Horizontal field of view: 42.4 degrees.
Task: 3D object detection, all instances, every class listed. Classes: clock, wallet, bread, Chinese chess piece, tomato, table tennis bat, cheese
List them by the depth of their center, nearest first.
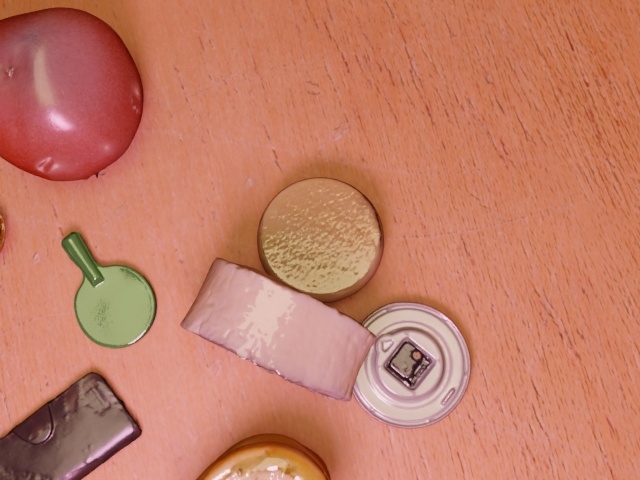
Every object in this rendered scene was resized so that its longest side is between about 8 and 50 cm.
[{"bbox_3d":[-0.131,0.466,1.449,0.315,0.270,0.211,-39,96,1],"label":"bread"},{"bbox_3d":[-0.074,0.164,1.503,0.332,0.292,0.153,28,80,-6],"label":"cheese"},{"bbox_3d":[-0.509,0.399,1.579,0.309,0.042,0.165,-37,82,-6],"label":"wallet"},{"bbox_3d":[-0.521,-0.281,1.595,0.341,0.273,0.342,0,78,0],"label":"tomato"},{"bbox_3d":[0.170,0.240,1.597,0.244,0.056,0.244,0,78,1],"label":"clock"},{"bbox_3d":[0.000,0.000,1.625,0.250,0.097,0.251,0,78,0],"label":"Chinese chess piece"},{"bbox_3d":[-0.433,0.094,1.643,0.160,0.039,0.257,-35,86,-5],"label":"table tennis bat"}]

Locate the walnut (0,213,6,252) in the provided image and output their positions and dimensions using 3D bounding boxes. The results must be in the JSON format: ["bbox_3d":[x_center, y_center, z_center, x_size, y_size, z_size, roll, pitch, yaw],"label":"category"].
[{"bbox_3d":[-0.671,-0.012,1.656,0.091,0.052,0.121,2,81,-1],"label":"walnut"}]
